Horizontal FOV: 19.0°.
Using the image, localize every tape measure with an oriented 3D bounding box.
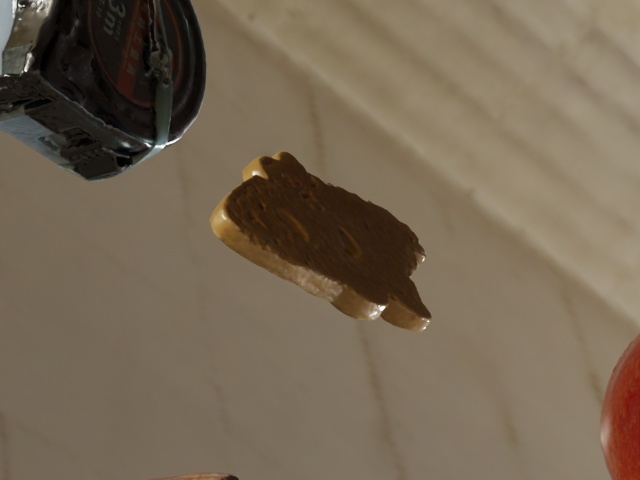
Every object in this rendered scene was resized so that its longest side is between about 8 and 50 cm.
[{"bbox_3d":[-0.167,-0.138,1.398,0.181,0.107,0.182,44,-136,-42],"label":"tape measure"}]

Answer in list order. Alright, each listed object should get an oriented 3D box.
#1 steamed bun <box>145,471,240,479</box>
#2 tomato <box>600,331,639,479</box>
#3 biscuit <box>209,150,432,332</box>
[{"bbox_3d":[-0.088,0.275,1.604,0.106,0.144,0.175,-46,-63,-38],"label":"steamed bun"},{"bbox_3d":[0.418,0.153,1.718,0.290,0.293,0.325,41,-135,9],"label":"tomato"},{"bbox_3d":[0.000,0.000,1.309,0.162,0.035,0.250,49,-161,25],"label":"biscuit"}]
